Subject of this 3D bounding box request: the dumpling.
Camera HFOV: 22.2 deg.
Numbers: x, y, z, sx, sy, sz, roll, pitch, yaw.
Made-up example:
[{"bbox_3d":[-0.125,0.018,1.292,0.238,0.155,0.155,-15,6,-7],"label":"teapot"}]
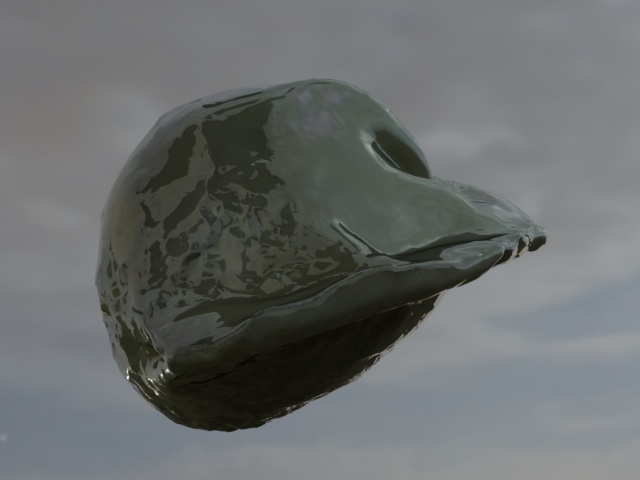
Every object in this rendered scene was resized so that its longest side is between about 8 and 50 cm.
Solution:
[{"bbox_3d":[0.000,0.001,0.596,0.166,0.126,0.216,-9,-9,-1],"label":"dumpling"}]
